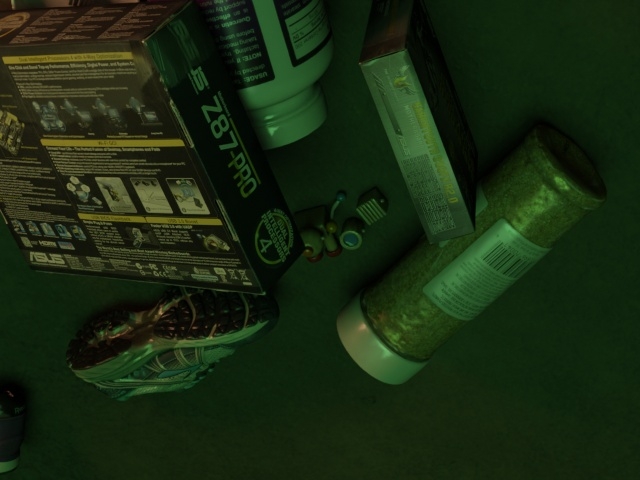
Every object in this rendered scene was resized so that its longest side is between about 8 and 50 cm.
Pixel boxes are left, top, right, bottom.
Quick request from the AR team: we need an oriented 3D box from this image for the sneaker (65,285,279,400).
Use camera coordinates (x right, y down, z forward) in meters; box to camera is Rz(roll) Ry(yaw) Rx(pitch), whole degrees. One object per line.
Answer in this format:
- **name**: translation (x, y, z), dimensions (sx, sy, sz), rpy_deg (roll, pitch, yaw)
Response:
- **sneaker**: translation (-0.173, 0.128, 1.923), dimensions (0.283, 0.110, 0.122), rpy_deg (-16, 136, 18)

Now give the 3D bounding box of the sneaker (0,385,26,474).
- **sneaker**: translation (-0.530, 0.216, 2.018), dimensions (0.283, 0.107, 0.124), rpy_deg (11, 107, -4)

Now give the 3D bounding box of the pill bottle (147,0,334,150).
- **pill bottle**: translation (-0.093, -0.264, 1.614), dimensions (0.181, 0.181, 0.323), rpy_deg (-10, 119, 12)

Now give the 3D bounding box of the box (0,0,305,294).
- **box**: translation (-0.238, -0.100, 1.675), dimensions (0.395, 0.097, 0.318), rpy_deg (4, 130, 42)

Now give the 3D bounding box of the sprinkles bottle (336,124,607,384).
- **sprinkles bottle**: translation (0.174, 0.022, 1.791), dimensions (0.121, 0.121, 0.355), rpy_deg (37, 118, -15)

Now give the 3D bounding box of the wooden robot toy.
- **wooden robot toy**: translation (0.000, 0.000, 1.822), dimensions (0.173, 0.079, 0.076), rpy_deg (-16, 118, 16)

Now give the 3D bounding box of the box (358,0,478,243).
- **box**: translation (0.112, -0.141, 1.664), dimensions (0.056, 0.183, 0.231), rpy_deg (-16, 117, 15)

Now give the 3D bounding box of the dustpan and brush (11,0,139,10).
- **dustpan and brush**: translation (-0.274, -0.209, 1.737), dimensions (0.147, 0.060, 0.211), rpy_deg (3, 130, 5)
